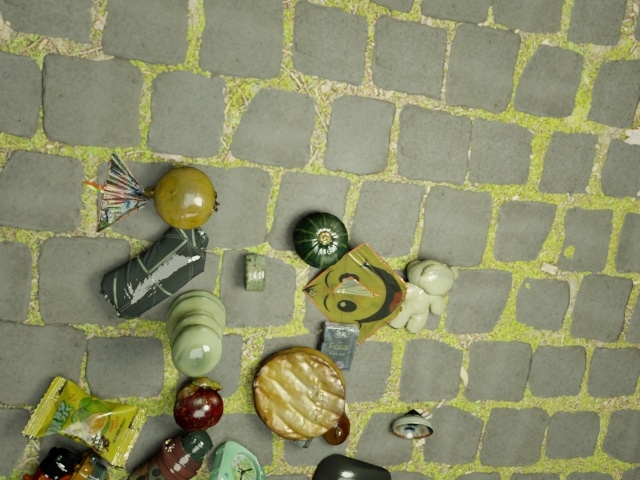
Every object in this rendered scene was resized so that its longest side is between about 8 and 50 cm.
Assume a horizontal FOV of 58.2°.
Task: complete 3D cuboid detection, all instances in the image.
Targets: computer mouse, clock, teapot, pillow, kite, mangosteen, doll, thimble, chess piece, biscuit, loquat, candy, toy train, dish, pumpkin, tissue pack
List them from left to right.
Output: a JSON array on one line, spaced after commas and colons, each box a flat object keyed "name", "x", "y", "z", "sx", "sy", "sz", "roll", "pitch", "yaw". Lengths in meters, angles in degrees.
[{"name": "toy train", "x": -0.777, "y": 0.762, "z": 1.659, "sx": 0.231, "sy": 0.163, "sz": 0.369, "roll": 33, "pitch": 92, "yaw": -9}, {"name": "candy", "x": -0.667, "y": 0.524, "z": 1.652, "sx": 0.297, "sy": 0.081, "sz": 0.187, "roll": 29, "pitch": 68, "yaw": -16}, {"name": "kite", "x": -0.568, "y": -0.122, "z": 1.597, "sx": 0.183, "sy": 0.014, "sz": 0.241, "roll": 18, "pitch": 98, "yaw": -16}, {"name": "pillow", "x": -0.457, "y": 0.083, "z": 1.626, "sx": 0.335, "sy": 0.092, "sz": 0.162, "roll": -36, "pitch": 104, "yaw": -5}, {"name": "loquat", "x": -0.378, "y": -0.118, "z": 1.575, "sx": 0.204, "sy": 0.149, "sz": 0.172, "roll": 6, "pitch": 99, "yaw": -7}, {"name": "mangosteen", "x": -0.371, "y": 0.477, "z": 1.714, "sx": 0.145, "sy": 0.156, "sz": 0.181, "roll": -33, "pitch": 67, "yaw": 11}, {"name": "chess piece", "x": -0.336, "y": 0.262, "z": 1.571, "sx": 0.182, "sy": 0.330, "sz": 0.183, "roll": -2, "pitch": 101, "yaw": -13}, {"name": "clock", "x": -0.250, "y": 0.729, "z": 1.792, "sx": 0.060, "sy": 0.148, "sz": 0.188, "roll": -37, "pitch": 114, "yaw": 28}, {"name": "thimble", "x": -0.194, "y": 0.096, "z": 1.699, "sx": 0.062, "sy": 0.084, "sz": 0.110, "roll": 0, "pitch": 104, "yaw": -14}, {"name": "biscuit", "x": -0.065, "y": 0.470, "z": 1.783, "sx": 0.296, "sy": 0.102, "sz": 0.297, "roll": 1, "pitch": 98, "yaw": 6}, {"name": "pumpkin", "x": 0.000, "y": -0.001, "z": 1.707, "sx": 0.167, "sy": 0.125, "sz": 0.167, "roll": 3, "pitch": 83, "yaw": -24}, {"name": "teapot", "x": 0.053, "y": 0.610, "z": 1.874, "sx": 0.098, "sy": 0.078, "sz": 0.129, "roll": 0, "pitch": 101, "yaw": -14}, {"name": "tissue pack", "x": 0.052, "y": 0.335, "z": 1.820, "sx": 0.112, "sy": 0.051, "sz": 0.157, "roll": 7, "pitch": 109, "yaw": -12}, {"name": "computer mouse", "x": 0.110, "y": 0.826, "z": 1.924, "sx": 0.269, "sy": 0.100, "sz": 0.170, "roll": 21, "pitch": 98, "yaw": -17}, {"name": "kite", "x": 0.103, "y": 0.170, "z": 1.783, "sx": 0.327, "sy": 0.013, "sz": 0.378, "roll": 6, "pitch": 118, "yaw": 1}, {"name": "dish", "x": 0.309, "y": 0.609, "z": 1.946, "sx": 0.141, "sy": 0.078, "sz": 0.141, "roll": 2, "pitch": 141, "yaw": 2}, {"name": "doll", "x": 0.312, "y": 0.172, "z": 1.841, "sx": 0.175, "sy": 0.149, "sz": 0.278, "roll": 1, "pitch": 123, "yaw": -46}]

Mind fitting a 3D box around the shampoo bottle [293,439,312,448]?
[{"name": "shampoo bottle", "x": -0.019, "y": 0.566, "z": 1.858, "sx": 0.063, "sy": 0.057, "sz": 0.208, "roll": 28, "pitch": 93, "yaw": 12}]

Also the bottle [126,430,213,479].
[{"name": "bottle", "x": -0.449, "y": 0.670, "z": 1.729, "sx": 0.271, "sy": 0.143, "sz": 0.156, "roll": -42, "pitch": 134, "yaw": 0}]
